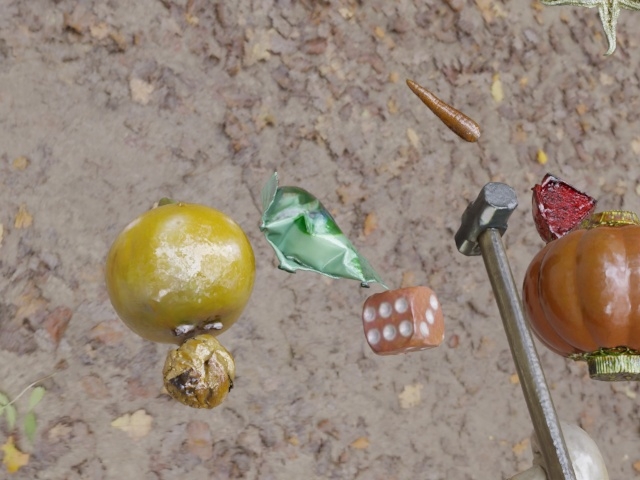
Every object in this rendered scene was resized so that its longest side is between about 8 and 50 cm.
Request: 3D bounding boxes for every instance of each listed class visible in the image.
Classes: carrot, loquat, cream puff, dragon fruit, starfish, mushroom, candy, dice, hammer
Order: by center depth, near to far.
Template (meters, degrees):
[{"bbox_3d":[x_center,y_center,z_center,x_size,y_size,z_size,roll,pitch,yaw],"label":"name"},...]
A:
[{"bbox_3d":[0.223,0.110,0.793,0.043,0.111,0.366,-2,58,-13],"label":"hammer"},{"bbox_3d":[-0.210,0.228,1.217,0.104,0.133,0.120,-61,132,-63],"label":"cream puff"},{"bbox_3d":[0.493,-0.431,1.246,0.216,0.050,0.224,0,89,5],"label":"starfish"},{"bbox_3d":[0.438,0.447,1.335,0.206,0.209,0.206,38,28,-25],"label":"mushroom"},{"bbox_3d":[0.475,-0.041,1.472,0.120,0.127,0.161,32,55,27],"label":"dragon fruit"},{"bbox_3d":[-0.306,0.053,1.573,0.328,0.328,0.360,2,55,-29],"label":"loquat"},{"bbox_3d":[0.268,-0.290,1.585,0.216,0.048,0.048,42,57,13],"label":"carrot"},{"bbox_3d":[0.004,-0.005,1.885,0.397,0.172,0.263,29,21,-18],"label":"candy"},{"bbox_3d":[0.227,0.223,1.996,0.179,0.174,0.174,12,66,-49],"label":"dice"}]

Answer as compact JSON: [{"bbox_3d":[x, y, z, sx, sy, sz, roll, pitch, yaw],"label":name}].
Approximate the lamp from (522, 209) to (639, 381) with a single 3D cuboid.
[{"bbox_3d":[0.353,0.066,0.858,0.223,0.223,0.197,12,71,-26],"label":"lamp"}]
